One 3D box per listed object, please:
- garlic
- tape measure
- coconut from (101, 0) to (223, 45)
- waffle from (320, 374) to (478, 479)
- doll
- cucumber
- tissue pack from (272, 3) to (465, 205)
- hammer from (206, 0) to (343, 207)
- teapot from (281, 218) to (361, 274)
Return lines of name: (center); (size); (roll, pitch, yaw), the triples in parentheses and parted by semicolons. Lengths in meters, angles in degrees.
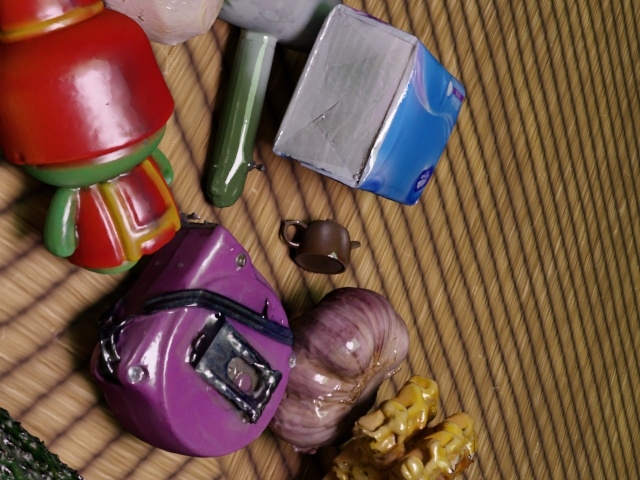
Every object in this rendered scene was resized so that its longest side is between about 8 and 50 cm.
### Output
garlic: (0.006, 0.160, 1.248); (0.245, 0.160, 0.245); (-43, 157, -24)
tape measure: (-0.142, 0.124, 1.075); (0.245, 0.149, 0.232); (50, 55, -39)
coconut: (-0.182, -0.297, 0.992); (0.161, 0.162, 0.161); (17, 90, -89)
waffle: (0.064, 0.334, 1.229); (0.324, 0.151, 0.261); (-49, 162, 17)
doll: (-0.240, -0.143, 0.935); (0.182, 0.160, 0.363); (-37, 119, -39)
cucumber: (-0.293, 0.258, 0.958); (0.359, 0.096, 0.096); (54, 55, -37)
tissue pack: (0.075, -0.163, 1.218); (0.198, 0.146, 0.263); (-66, 161, 5)
hammer: (-0.085, -0.203, 1.156); (0.206, 0.118, 0.336); (11, 91, -47)
teapot: (0.000, 0.000, 1.290); (0.121, 0.076, 0.068); (20, 65, -18)
